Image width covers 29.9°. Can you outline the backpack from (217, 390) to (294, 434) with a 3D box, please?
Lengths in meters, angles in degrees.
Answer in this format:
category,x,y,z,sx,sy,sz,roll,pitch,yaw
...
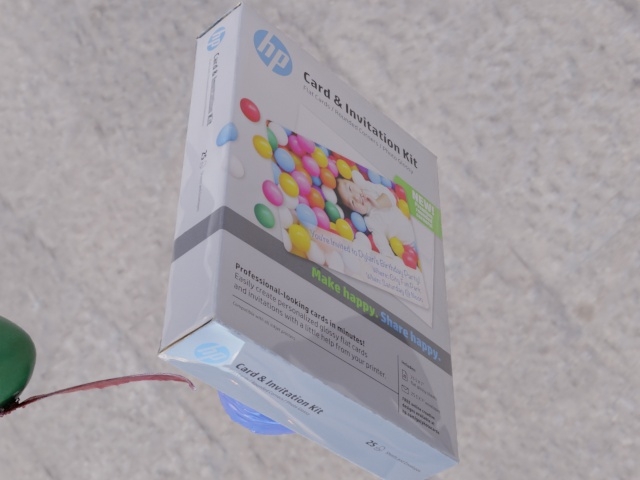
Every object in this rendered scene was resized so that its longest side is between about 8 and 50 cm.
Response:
category,x,y,z,sx,sy,sz,roll,pitch,yaw
backpack,-0.024,0.047,0.693,0.101,0.098,0.120,92,169,-66

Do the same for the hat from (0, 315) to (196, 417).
category,x,y,z,sx,sy,sz,roll,pitch,yaw
hat,-0.257,0.106,0.985,0.184,0.208,0.173,-4,115,33

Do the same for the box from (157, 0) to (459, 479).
category,x,y,z,sx,sy,sz,roll,pitch,yaw
box,0.000,0.000,0.545,0.038,0.186,0.145,-32,129,31
